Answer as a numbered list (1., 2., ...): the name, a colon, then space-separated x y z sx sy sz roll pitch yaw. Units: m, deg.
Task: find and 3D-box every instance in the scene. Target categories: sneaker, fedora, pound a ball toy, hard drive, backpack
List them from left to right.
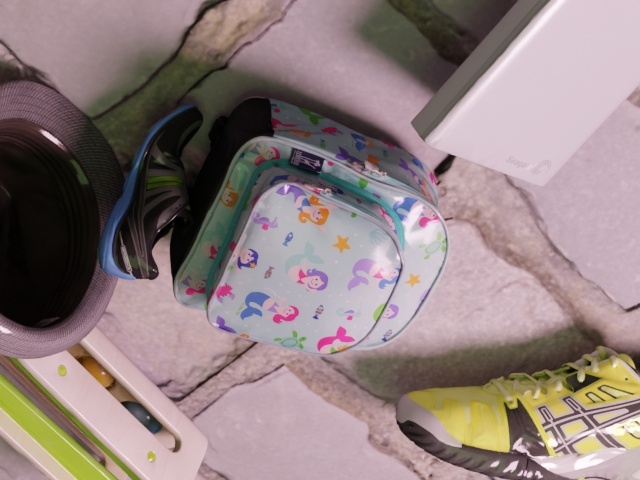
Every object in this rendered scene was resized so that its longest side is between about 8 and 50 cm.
1. fedora: -0.313 -0.007 1.683 0.124 0.275 0.244 -17 136 35
2. pound a ball toy: -0.295 0.155 1.849 0.208 0.135 0.319 -18 126 36
3. sneaker: -0.154 -0.044 1.707 0.078 0.188 0.067 20 162 2
4. backpack: 0.000 0.000 1.736 0.254 0.191 0.225 17 118 -21
5. sneaker: 0.271 0.184 1.921 0.385 0.145 0.147 5 101 -12
6. hard drive: 0.251 -0.190 1.670 0.203 0.040 0.307 15 123 -47
